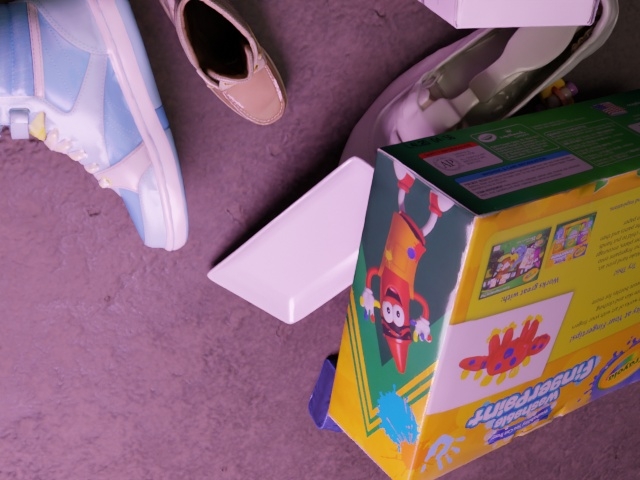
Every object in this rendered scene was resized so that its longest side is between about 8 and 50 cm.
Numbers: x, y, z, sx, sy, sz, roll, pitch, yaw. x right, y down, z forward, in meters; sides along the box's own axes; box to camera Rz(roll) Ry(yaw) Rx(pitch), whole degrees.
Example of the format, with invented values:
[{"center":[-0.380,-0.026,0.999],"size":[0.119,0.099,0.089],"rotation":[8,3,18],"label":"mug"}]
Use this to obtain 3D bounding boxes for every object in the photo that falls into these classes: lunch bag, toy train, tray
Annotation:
[{"center":[0.033,0.207,1.371],"size":[0.065,0.067,0.098],"rotation":[12,110,-24],"label":"lunch bag"},{"center":[0.263,-0.154,1.275],"size":[0.166,0.046,0.125],"rotation":[23,107,-27],"label":"toy train"},{"center":[0.000,0.000,1.224],"size":[0.145,0.030,0.270],"rotation":[32,128,-30],"label":"tray"}]

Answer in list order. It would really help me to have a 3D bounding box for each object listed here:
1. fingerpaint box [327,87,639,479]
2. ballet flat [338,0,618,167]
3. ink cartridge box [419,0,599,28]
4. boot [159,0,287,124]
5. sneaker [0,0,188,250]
[{"center":[0.247,0.044,1.206],"size":[0.444,0.163,0.371],"rotation":[-16,130,-34],"label":"fingerpaint box"},{"center":[0.171,-0.170,1.168],"size":[0.400,0.139,0.139],"rotation":[-39,121,8],"label":"ballet flat"},{"center":[0.176,-0.296,1.072],"size":[0.158,0.218,0.092],"rotation":[-5,117,-16],"label":"ink cartridge box"},{"center":[-0.092,-0.187,1.068],"size":[0.077,0.165,0.213],"rotation":[-35,120,2],"label":"boot"},{"center":[-0.268,-0.114,1.075],"size":[0.208,0.127,0.319],"rotation":[-19,111,-11],"label":"sneaker"}]
